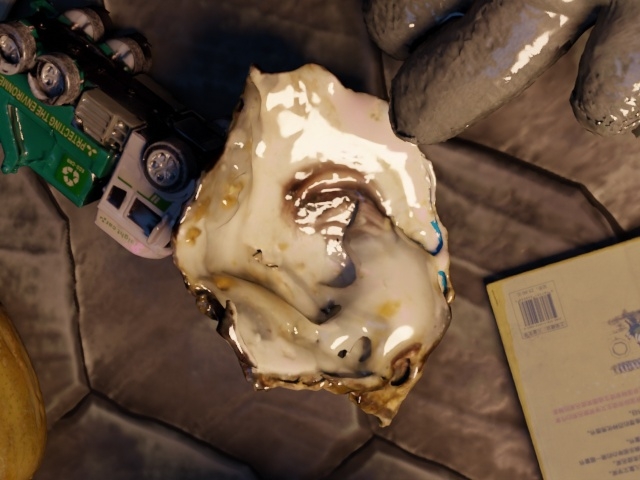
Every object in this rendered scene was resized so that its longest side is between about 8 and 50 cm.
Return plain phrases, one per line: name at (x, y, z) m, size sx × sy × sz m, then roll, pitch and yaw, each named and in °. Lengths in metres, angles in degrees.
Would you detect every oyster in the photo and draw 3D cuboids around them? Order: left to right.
oyster at (0.000, 0.000, 0.805) m, size 0.083 × 0.214 × 0.223 m, roll -4°, pitch 68°, yaw 58°

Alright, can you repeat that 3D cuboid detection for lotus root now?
lotus root at (-0.309, 0.087, 0.907) m, size 0.154 × 0.154 × 0.278 m, roll -27°, pitch 88°, yaw 19°

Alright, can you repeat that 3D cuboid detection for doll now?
doll at (0.182, -0.185, 0.734) m, size 0.340 × 0.158 × 0.246 m, roll -41°, pitch 52°, yaw 33°

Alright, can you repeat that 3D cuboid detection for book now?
book at (0.215, 0.097, 0.791) m, size 0.168 × 0.013 × 0.192 m, roll -18°, pitch 82°, yaw 19°

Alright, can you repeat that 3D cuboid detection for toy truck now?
toy truck at (-0.161, -0.078, 0.865) m, size 0.216 × 0.110 × 0.116 m, roll 38°, pitch 119°, yaw 10°

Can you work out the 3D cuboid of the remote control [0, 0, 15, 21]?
remote control at (-0.243, -0.247, 0.884) m, size 0.087 × 0.029 × 0.190 m, roll 20°, pitch 108°, yaw -31°
